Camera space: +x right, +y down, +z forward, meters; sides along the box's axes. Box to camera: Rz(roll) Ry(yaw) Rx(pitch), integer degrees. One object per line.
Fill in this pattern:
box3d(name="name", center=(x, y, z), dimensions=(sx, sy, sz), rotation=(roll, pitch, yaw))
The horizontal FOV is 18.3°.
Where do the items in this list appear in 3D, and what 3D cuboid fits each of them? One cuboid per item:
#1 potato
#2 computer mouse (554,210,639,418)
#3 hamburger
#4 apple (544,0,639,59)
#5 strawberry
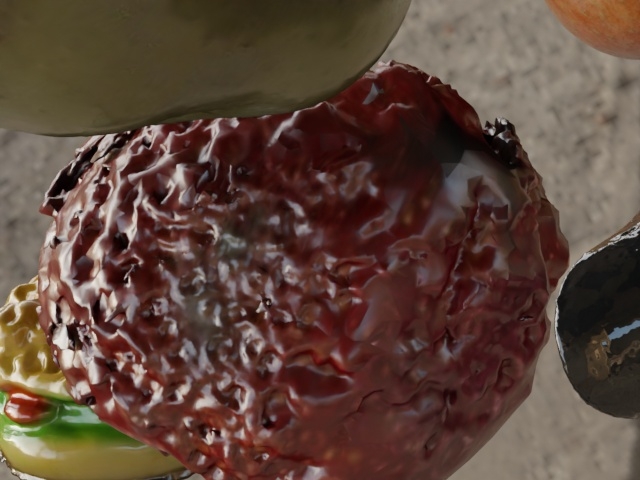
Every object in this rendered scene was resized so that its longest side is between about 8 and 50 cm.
box3d(name="potato", center=(-0.110, -0.170, 0.720), dimensions=(0.221, 0.326, 0.243), rotation=(25, 86, 52))
box3d(name="computer mouse", center=(0.284, 0.025, 1.469), dimensions=(0.088, 0.147, 0.264), rotation=(-9, 33, 51))
box3d(name="hamburger", center=(-0.159, 0.090, 1.587), dimensions=(0.237, 0.149, 0.237), rotation=(-5, 18, 2))
box3d(name="apple", center=(0.248, -0.250, 1.401), dimensions=(0.253, 0.253, 0.253), rotation=(-22, 34, 16))
box3d(name="strawberry", center=(0.000, 0.000, 1.010), dimensions=(0.274, 0.220, 0.274), rotation=(8, 47, -8))
